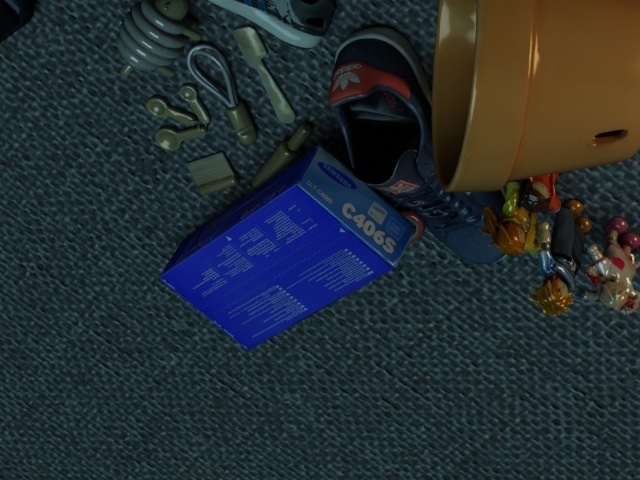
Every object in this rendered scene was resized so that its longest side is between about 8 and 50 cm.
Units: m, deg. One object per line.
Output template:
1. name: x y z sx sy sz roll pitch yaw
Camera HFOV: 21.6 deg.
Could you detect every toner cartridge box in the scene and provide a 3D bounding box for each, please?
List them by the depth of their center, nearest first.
1. toner cartridge box: -0.049 0.017 2.148 0.165 0.075 0.348 40 142 -16

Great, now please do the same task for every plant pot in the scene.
1. plant pot: 0.241 -0.192 1.814 0.203 0.291 0.291 3 130 -4

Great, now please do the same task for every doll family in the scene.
1. doll family: 0.277 0.002 2.013 0.118 0.163 0.263 -27 115 34

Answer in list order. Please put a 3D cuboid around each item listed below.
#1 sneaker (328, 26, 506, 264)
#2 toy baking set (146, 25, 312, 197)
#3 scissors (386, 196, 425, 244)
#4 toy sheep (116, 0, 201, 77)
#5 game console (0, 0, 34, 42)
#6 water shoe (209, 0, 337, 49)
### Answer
1. sneaker: 0.113 -0.080 2.014 0.131 0.148 0.350 -22 118 32
2. toy baking set: -0.112 -0.148 2.114 0.197 0.030 0.256 37 130 -12
3. scissors: 0.000 0.000 2.201 0.297 0.021 0.109 -23 116 32
4. toy sheep: -0.201 -0.246 2.031 0.091 0.091 0.132 34 112 -9
5. game console: -0.498 -0.241 2.166 0.361 0.044 0.213 -27 116 35
6. water shoe: -0.077 -0.303 1.965 0.203 0.073 0.080 28 110 -9
